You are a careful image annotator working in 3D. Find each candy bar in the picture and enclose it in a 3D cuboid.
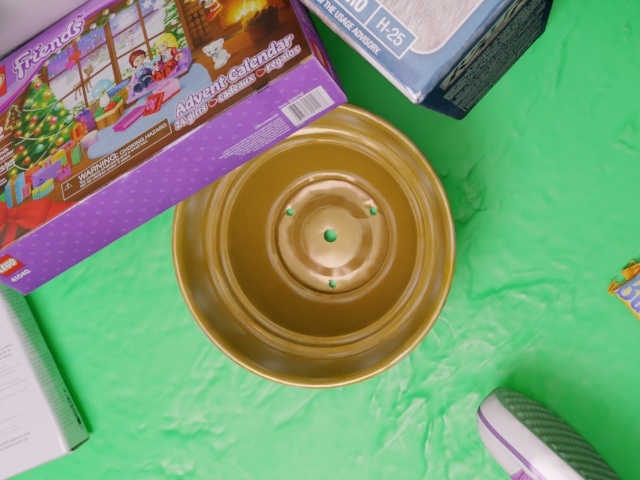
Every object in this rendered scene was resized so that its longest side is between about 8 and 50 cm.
[{"bbox_3d":[0.264,0.074,0.648,0.040,0.018,0.161,-49,40,19],"label":"candy bar"}]

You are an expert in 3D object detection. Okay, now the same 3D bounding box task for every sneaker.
[{"bbox_3d":[0.187,0.257,0.690,0.161,0.102,0.282,-43,86,15],"label":"sneaker"}]

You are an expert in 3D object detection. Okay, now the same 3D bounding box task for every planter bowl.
[{"bbox_3d":[0.000,0.000,0.705,0.217,0.090,0.217,1,95,12],"label":"planter bowl"}]

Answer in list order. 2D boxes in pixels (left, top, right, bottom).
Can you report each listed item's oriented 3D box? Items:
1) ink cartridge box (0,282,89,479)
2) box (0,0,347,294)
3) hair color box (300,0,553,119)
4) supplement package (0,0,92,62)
[{"bbox_3d":[-0.351,0.123,0.811,0.223,0.045,0.223,-24,92,15],"label":"ink cartridge box"},{"bbox_3d":[-0.142,-0.113,0.688,0.293,0.057,0.200,-30,52,13],"label":"box"},{"bbox_3d":[0.047,-0.169,0.547,0.174,0.347,0.105,43,102,5],"label":"hair color box"},{"bbox_3d":[-0.323,-0.245,0.719,0.262,0.145,0.204,-25,91,14],"label":"supplement package"}]
